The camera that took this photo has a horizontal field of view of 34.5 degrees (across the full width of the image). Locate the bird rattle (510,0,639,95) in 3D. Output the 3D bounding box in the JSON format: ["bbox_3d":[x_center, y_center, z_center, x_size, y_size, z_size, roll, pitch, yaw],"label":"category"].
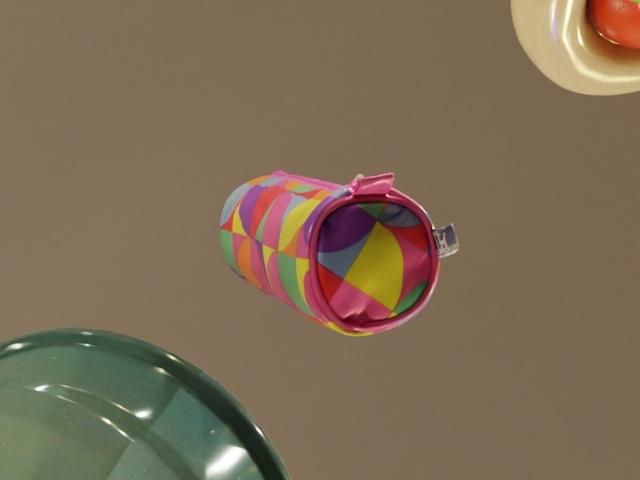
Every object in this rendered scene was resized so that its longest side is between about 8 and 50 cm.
[{"bbox_3d":[0.169,-0.148,0.481,0.254,0.207,0.143,-19,-127,-25],"label":"bird rattle"}]

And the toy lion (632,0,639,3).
[{"bbox_3d":[0.118,-0.100,0.305,0.096,0.100,0.034,3,-106,-20],"label":"toy lion"}]

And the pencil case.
[{"bbox_3d":[0.000,0.000,0.726,0.104,0.236,0.104,-2,-86,-21],"label":"pencil case"}]

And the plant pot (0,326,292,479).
[{"bbox_3d":[-0.211,0.250,0.604,0.341,0.334,0.341,2,-83,15],"label":"plant pot"}]
